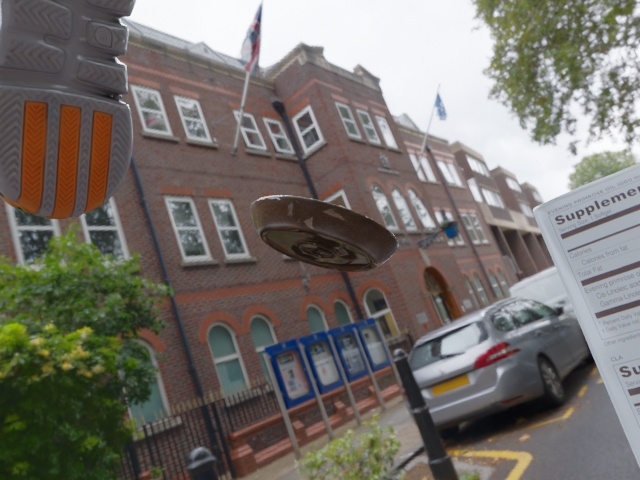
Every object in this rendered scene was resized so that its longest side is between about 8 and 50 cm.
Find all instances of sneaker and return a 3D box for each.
[{"bbox_3d":[-0.210,-0.185,0.356,0.180,0.320,0.125,19,9,39],"label":"sneaker"}]

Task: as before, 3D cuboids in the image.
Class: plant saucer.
[{"bbox_3d":[0.000,0.000,0.558,0.169,0.029,0.168,14,-18,5],"label":"plant saucer"}]

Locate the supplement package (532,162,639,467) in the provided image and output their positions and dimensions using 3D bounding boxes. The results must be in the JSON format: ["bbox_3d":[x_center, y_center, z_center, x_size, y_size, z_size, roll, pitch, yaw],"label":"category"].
[{"bbox_3d":[0.244,0.077,0.289,0.134,0.243,0.139,-26,-29,28],"label":"supplement package"}]
